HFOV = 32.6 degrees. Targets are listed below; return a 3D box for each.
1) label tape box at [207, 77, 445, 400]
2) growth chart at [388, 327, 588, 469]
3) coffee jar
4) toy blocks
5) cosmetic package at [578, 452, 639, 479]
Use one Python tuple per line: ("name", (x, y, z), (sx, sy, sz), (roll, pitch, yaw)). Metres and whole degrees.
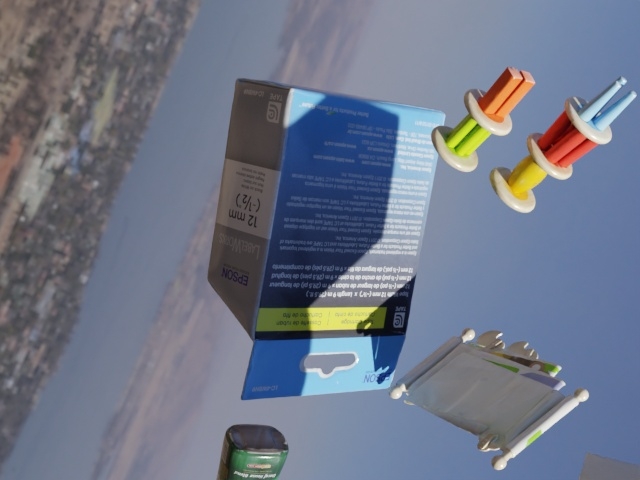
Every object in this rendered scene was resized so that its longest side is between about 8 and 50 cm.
("label tape box", (0.000, 0.000, 1.283), (0.115, 0.249, 0.347), (20, -77, 46))
("growth chart", (0.193, 0.170, 1.268), (0.172, 0.021, 0.237), (-29, -153, -22))
("coffee jar", (-0.116, 0.372, 1.658), (0.079, 0.096, 0.184), (-122, -137, -56))
("toy blocks", (0.188, -0.107, 0.960), (0.148, 0.123, 0.054), (-47, -163, 35))
("cosmetic package", (0.337, 0.291, 0.865), (0.129, 0.296, 0.153), (-21, 120, -69))
